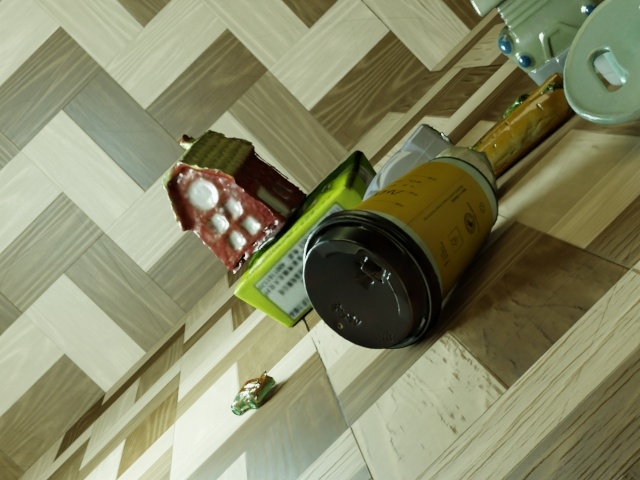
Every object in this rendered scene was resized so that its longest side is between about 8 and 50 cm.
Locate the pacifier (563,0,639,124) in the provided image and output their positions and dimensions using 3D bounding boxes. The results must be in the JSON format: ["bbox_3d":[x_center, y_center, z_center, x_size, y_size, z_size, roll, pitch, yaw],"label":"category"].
[{"bbox_3d":[0.391,-0.310,1.586,0.343,0.269,0.288,-41,31,15],"label":"pacifier"}]

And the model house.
[{"bbox_3d":[-0.181,-0.091,2.524,0.160,0.254,0.196,-48,4,24],"label":"model house"}]

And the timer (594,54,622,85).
[{"bbox_3d":[0.484,-0.316,1.829,0.237,0.087,0.262,-46,8,-12],"label":"timer"}]

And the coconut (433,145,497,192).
[{"bbox_3d":[0.209,-0.087,2.006,0.124,0.110,0.110,-54,10,-18],"label":"coconut"}]

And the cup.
[{"bbox_3d":[0.112,0.007,1.766,0.196,0.196,0.280,-37,3,45],"label":"cup"}]

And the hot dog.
[{"bbox_3d":[0.293,-0.164,2.099,0.249,0.068,0.100,-42,9,26],"label":"hot dog"}]

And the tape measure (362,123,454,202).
[{"bbox_3d":[0.155,-0.083,2.212,0.196,0.105,0.178,-53,-15,5],"label":"tape measure"}]

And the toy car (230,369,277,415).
[{"bbox_3d":[-0.113,0.246,2.188,0.059,0.035,0.122,-53,13,-29],"label":"toy car"}]

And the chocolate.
[{"bbox_3d":[0.000,0.000,2.529,0.301,0.137,0.289,-44,7,16],"label":"chocolate"}]

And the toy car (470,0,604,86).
[{"bbox_3d":[0.422,-0.432,2.248,0.242,0.226,0.336,-37,12,45],"label":"toy car"}]
